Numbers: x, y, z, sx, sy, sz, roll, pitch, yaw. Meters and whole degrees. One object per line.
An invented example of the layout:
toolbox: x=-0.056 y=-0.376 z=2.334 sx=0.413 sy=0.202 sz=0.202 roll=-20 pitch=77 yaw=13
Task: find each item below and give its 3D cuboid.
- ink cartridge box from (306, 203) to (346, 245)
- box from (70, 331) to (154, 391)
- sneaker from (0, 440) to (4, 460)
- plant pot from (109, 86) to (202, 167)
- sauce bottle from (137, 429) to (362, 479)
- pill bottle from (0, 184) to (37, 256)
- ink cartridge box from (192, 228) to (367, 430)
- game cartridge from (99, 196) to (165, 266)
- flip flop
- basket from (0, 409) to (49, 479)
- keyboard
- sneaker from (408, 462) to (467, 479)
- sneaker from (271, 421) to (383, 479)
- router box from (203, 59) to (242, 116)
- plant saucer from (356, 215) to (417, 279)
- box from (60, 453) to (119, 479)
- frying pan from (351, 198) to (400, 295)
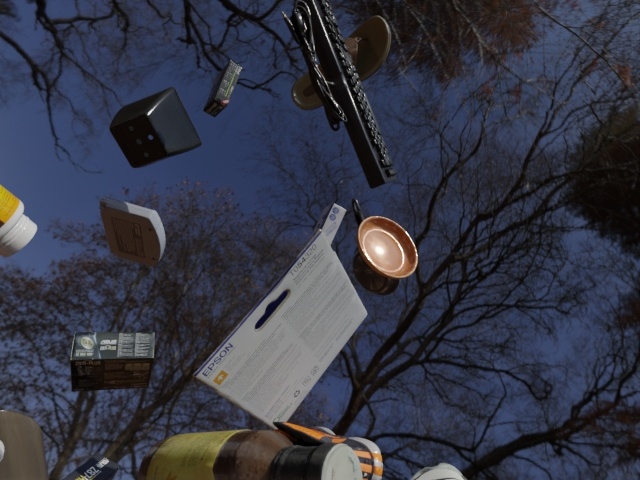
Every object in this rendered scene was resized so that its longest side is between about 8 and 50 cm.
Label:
ink cartridge box: x=0.000 y=0.000 z=1.226 sx=0.046 sy=0.207 sz=0.097 roll=27 pitch=-11 yaw=-13
box: x=-0.515 y=0.301 z=1.065 sx=0.180 sy=0.078 sz=0.147 roll=5 pitch=-48 yaw=-23
sneaker: x=-0.687 y=0.417 z=0.709 sx=0.101 sy=0.268 sz=0.153 roll=27 pitch=-68 yaw=59
plant pot: x=-0.492 y=-0.313 z=1.251 sx=0.187 sy=0.167 sz=0.188 roll=-15 pitch=-62 yaw=14
sauce bottle: x=-0.104 y=0.299 z=0.544 sx=0.344 sy=0.111 sz=0.111 roll=-24 pitch=-75 yaw=37
pill bottle: x=-0.625 y=-0.067 z=0.757 sx=0.117 sy=0.117 sz=0.215 roll=-5 pitch=-41 yaw=26
ink cartridge box: x=-0.063 y=0.179 z=0.839 sx=0.071 sy=0.324 sz=0.330 roll=27 pitch=-23 yaw=39
game cartridge: x=-0.639 y=-0.021 z=1.478 sx=0.195 sy=0.060 sz=0.294 roll=19 pitch=-39 yaw=-2
flip flop: x=0.042 y=-0.409 z=0.994 sx=0.277 sy=0.080 sz=0.112 roll=-31 pitch=-100 yaw=16
basket: x=-0.648 y=0.498 z=0.883 sx=0.226 sy=0.154 sz=0.205 roll=29 pitch=-39 yaw=44
keyboard: x=0.032 y=-0.228 z=0.622 sx=0.033 sy=0.201 sz=0.318 roll=-21 pitch=-87 yaw=28
sneaker: x=0.115 y=0.500 z=0.723 sx=0.330 sy=0.146 sz=0.122 roll=-36 pitch=-111 yaw=-6
sneaker: x=-0.048 y=0.395 z=0.805 sx=0.180 sy=0.125 sz=0.321 roll=27 pitch=-36 yaw=-25
router box: x=-0.256 y=-0.394 z=1.117 sx=0.038 sy=0.123 sz=0.092 roll=26 pitch=-18 yaw=-29
plant saucer: x=0.183 y=0.023 z=1.206 sx=0.200 sy=0.200 sz=0.037 roll=40 pitch=-42 yaw=-1
box: x=-0.747 y=0.828 z=1.161 sx=0.097 sy=0.395 sz=0.318 roll=28 pitch=-11 yaw=4
frying pan: x=0.173 y=0.037 z=1.404 sx=0.197 sy=0.053 sz=0.327 roll=17 pitch=-59 yaw=41
